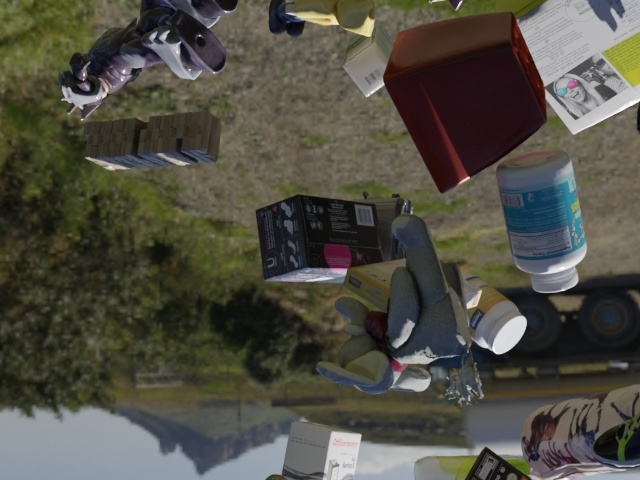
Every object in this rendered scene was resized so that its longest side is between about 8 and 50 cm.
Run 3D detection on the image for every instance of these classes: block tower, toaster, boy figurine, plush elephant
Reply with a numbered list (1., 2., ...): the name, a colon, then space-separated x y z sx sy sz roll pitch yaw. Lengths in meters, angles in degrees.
1. block tower: -0.370 -0.217 1.948 0.336 0.097 0.091 1 167 30
2. toaster: 0.130 -0.001 2.080 0.147 0.226 0.129 5 -177 20
3. boy figurine: 0.021 -0.471 1.847 0.177 0.092 0.285 -2 -168 -42
4. plush elephant: 0.131 0.166 1.587 0.256 0.329 0.272 -19 154 17

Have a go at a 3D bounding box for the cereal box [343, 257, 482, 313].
1. cereal box: 0.188 0.096 1.783 0.240 0.047 0.173 -6 -152 -45

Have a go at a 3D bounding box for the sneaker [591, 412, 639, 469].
1. sneaker: 0.490 0.256 1.282 0.235 0.097 0.084 -28 -162 34

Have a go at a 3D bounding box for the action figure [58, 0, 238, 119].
1. action figure: -0.209 -0.230 1.012 0.285 0.185 0.099 -7 143 47

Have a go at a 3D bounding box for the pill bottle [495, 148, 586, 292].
1. pill bottle: 0.437 -0.035 1.731 0.146 0.264 0.146 -14 -163 4

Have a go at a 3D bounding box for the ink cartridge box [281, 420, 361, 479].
1. ink cartridge box: -0.008 0.591 2.167 0.115 0.272 0.198 6 169 26

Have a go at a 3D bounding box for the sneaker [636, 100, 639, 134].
1. sneaker: 0.706 -0.301 1.724 0.135 0.098 0.276 -38 161 -43

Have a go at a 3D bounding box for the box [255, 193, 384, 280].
1. box: 0.000 0.000 1.900 0.142 0.163 0.247 -18 165 41

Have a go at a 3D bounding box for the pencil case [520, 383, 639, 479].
1. pencil case: 0.568 0.381 1.720 0.160 0.183 0.410 42 148 -9

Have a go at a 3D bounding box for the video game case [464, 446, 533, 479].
1. video game case: 0.405 0.624 1.932 0.248 0.275 0.035 35 137 10

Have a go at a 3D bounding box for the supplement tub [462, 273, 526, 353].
1. supplement tub: 0.436 0.196 2.367 0.144 0.144 0.200 7 -154 -45

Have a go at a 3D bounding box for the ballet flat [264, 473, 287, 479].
1. ballet flat: -0.065 0.550 1.687 0.073 0.206 0.067 -22 168 -5

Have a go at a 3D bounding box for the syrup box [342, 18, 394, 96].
1. syrup box: 0.121 -0.431 2.072 0.093 0.096 0.237 -34 -163 19

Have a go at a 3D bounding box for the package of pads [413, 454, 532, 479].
1. package of pads: 0.386 0.656 2.228 0.297 0.229 0.101 -3 170 4

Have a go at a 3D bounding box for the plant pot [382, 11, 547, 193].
1. plant pot: 0.298 -0.294 1.725 0.236 0.267 0.267 -19 -153 23

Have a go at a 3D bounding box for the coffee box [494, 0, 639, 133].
1. coffee box: 0.614 -0.515 1.942 0.338 0.337 0.334 -27 123 33

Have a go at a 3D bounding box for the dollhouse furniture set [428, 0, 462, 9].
1. dollhouse furniture set: 0.304 -0.630 2.155 0.081 0.091 0.114 -16 155 -30
